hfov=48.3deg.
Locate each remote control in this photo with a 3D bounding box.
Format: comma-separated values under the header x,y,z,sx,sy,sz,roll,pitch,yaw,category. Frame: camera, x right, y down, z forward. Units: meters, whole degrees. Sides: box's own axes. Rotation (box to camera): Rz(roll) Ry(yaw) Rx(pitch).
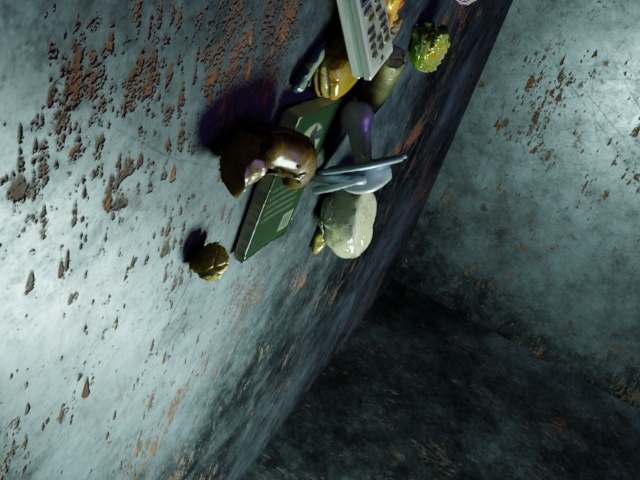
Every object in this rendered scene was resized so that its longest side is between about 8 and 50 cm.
x,y,z,sx,sy,sz,roll,pitch,yaw,category
0.086,-0.456,1.403,0.103,0.056,0.277,-55,149,-27,remote control

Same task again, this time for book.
x,y,z,sx,sy,sz,roll,pitch,yaw,category
-0.076,-0.144,1.619,0.260,0.043,0.370,-39,156,-62,book

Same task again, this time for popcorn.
x,y,z,sx,sy,sz,roll,pitch,yaw,category
-0.225,0.041,1.394,0.084,0.084,0.084,-56,166,-22,popcorn

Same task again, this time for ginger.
x,y,z,sx,sy,sz,roll,pitch,yaw,category
0.145,-0.480,1.752,0.173,0.051,0.069,-61,173,-24,ginger
-0.089,-0.155,1.345,0.309,0.107,0.132,-15,107,-61,ginger

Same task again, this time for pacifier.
x,y,z,sx,sy,sz,roll,pitch,yaw,category
0.091,-0.237,1.811,0.299,0.244,0.232,-39,124,-77,pacifier

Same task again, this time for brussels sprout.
x,y,z,sx,sy,sz,roll,pitch,yaw,category
0.315,-0.568,2.104,0.139,0.100,0.181,-50,167,-4,brussels sprout

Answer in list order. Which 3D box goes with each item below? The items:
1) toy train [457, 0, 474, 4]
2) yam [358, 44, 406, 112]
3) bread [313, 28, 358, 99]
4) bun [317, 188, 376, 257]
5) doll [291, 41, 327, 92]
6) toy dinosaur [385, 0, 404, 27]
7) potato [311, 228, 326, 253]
x,y,z,sx,sy,sz,roll,pitch,yaw,category
0.342,-0.703,1.747,0.134,0.178,0.260,-55,165,-25,toy train
0.147,-0.384,1.768,0.071,0.067,0.317,-13,171,-11,yam
0.056,-0.393,1.543,0.200,0.077,0.116,-55,157,-29,bread
0.074,-0.063,2.101,0.239,0.142,0.238,6,90,-67,bun
-0.020,-0.347,1.434,0.125,0.027,0.037,-58,159,-16,doll
0.139,-0.527,1.501,0.288,0.071,0.117,70,36,-46,toy dinosaur
0.000,0.000,2.177,0.047,0.045,0.092,1,121,-34,potato
